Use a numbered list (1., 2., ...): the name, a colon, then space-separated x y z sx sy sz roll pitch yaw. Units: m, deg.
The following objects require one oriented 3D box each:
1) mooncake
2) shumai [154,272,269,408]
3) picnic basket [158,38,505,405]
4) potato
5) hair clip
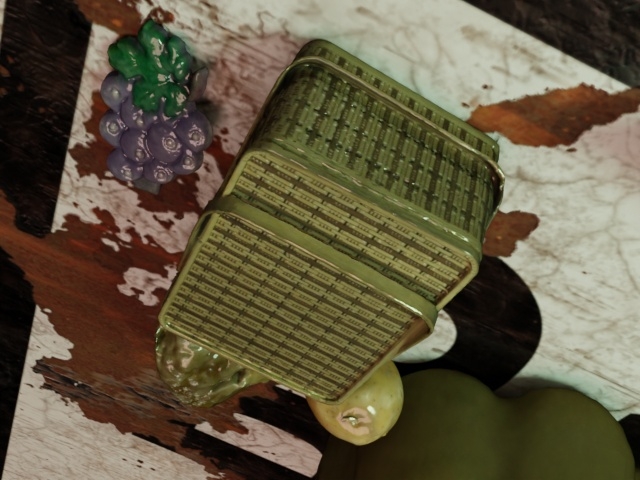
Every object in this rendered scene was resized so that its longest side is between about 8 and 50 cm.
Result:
1. mooncake: 0.212 0.383 1.048 0.467 0.262 0.467 9 138 8
2. shumai: -0.095 0.114 0.943 0.153 0.161 0.209 8 120 17
3. picnic basket: 0.000 0.000 0.769 0.228 0.175 0.313 28 137 -10
4. potato: 0.038 0.166 0.946 0.118 0.178 0.109 17 104 -7
5. hair clip: -0.159 -0.126 0.797 0.124 0.052 0.195 20 132 6
